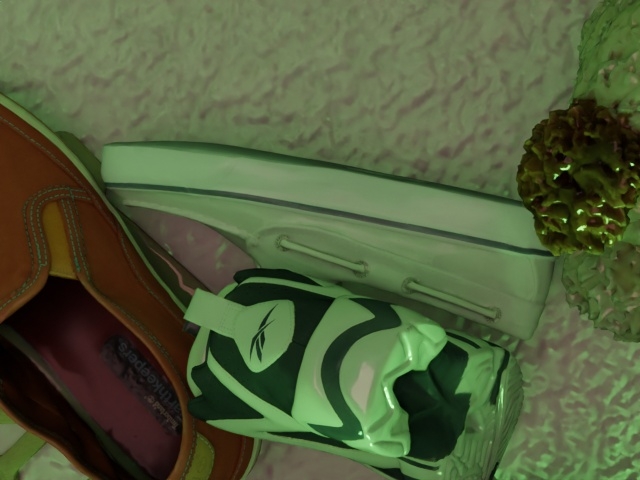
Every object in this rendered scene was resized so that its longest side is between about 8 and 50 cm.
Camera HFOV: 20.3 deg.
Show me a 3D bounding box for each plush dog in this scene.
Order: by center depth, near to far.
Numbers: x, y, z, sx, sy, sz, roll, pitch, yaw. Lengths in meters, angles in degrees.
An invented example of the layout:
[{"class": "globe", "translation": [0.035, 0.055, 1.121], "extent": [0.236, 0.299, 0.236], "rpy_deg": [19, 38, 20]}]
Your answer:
[{"class": "plush dog", "translation": [0.195, -0.084, 0.860], "extent": [0.262, 0.225, 0.210], "rpy_deg": [-33, 90, 10]}]

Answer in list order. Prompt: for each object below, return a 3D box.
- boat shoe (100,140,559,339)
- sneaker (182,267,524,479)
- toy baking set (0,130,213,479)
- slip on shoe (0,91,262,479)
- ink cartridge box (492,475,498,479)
[{"class": "boat shoe", "translation": [0.000, 0.000, 0.979], "extent": [0.258, 0.095, 0.084], "rpy_deg": [11, 95, 10]}, {"class": "sneaker", "translation": [0.008, 0.072, 0.943], "extent": [0.153, 0.235, 0.094], "rpy_deg": [20, 88, 27]}, {"class": "toy baking set", "translation": [-0.133, 0.076, 1.046], "extent": [0.197, 0.030, 0.256], "rpy_deg": [18, 100, 8]}, {"class": "slip on shoe", "translation": [-0.166, 0.020, 0.984], "extent": [0.123, 0.101, 0.331], "rpy_deg": [-45, 84, 15]}, {"class": "ink cartridge box", "translation": [0.144, 0.200, 0.946], "extent": [0.067, 0.198, 0.115], "rpy_deg": [2, 98, -14]}]
